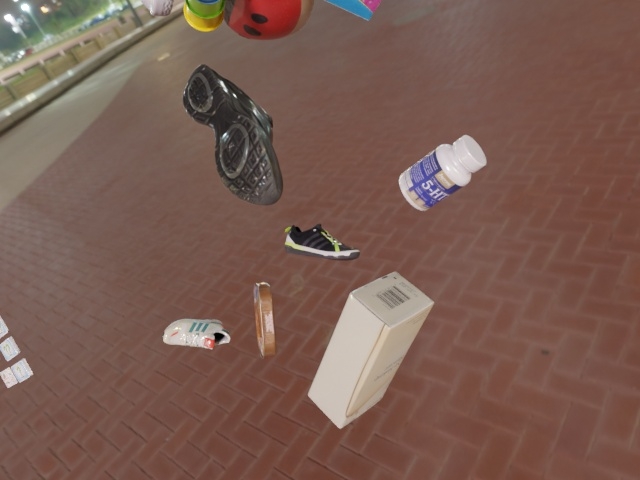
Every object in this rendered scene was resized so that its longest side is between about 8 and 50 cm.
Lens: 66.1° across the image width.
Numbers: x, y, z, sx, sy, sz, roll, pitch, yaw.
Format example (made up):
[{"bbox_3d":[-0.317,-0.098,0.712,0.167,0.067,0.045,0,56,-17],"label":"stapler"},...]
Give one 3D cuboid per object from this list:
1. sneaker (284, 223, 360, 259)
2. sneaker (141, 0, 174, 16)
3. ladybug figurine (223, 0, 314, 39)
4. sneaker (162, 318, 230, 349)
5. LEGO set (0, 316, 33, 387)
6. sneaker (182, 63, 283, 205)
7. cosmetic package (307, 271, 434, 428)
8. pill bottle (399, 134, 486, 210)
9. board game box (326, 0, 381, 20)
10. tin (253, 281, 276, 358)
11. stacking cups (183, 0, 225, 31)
[{"bbox_3d":[0.000,0.000,1.392,0.234,0.084,0.097,8,87,21],"label":"sneaker"},{"bbox_3d":[-0.385,-0.534,0.819,0.210,0.366,0.137,-18,-7,-28],"label":"sneaker"},{"bbox_3d":[-0.164,-0.635,1.208,0.162,0.305,0.449,-44,5,-11],"label":"ladybug figurine"},{"bbox_3d":[-0.286,0.224,1.159,0.161,0.057,0.075,4,16,-42],"label":"sneaker"},{"bbox_3d":[-0.891,0.323,1.337,0.244,0.183,0.060,-27,2,35],"label":"LEGO set"},{"bbox_3d":[-0.122,-0.180,0.834,0.109,0.130,0.286,-41,65,30],"label":"sneaker"},{"bbox_3d":[0.099,0.232,1.037,0.160,0.310,0.113,-19,48,-43],"label":"cosmetic package"},{"bbox_3d":[0.289,-0.161,1.166,0.186,0.112,0.112,-36,20,39],"label":"pill bottle"},{"bbox_3d":[0.062,-0.545,0.794,0.303,0.224,0.098,-47,37,49],"label":"board game box"},{"bbox_3d":[-0.139,0.197,1.226,0.040,0.190,0.106,-5,1,-11],"label":"tin"},{"bbox_3d":[-0.244,-0.548,1.032,0.096,0.096,0.316,-32,7,-11],"label":"stacking cups"}]
